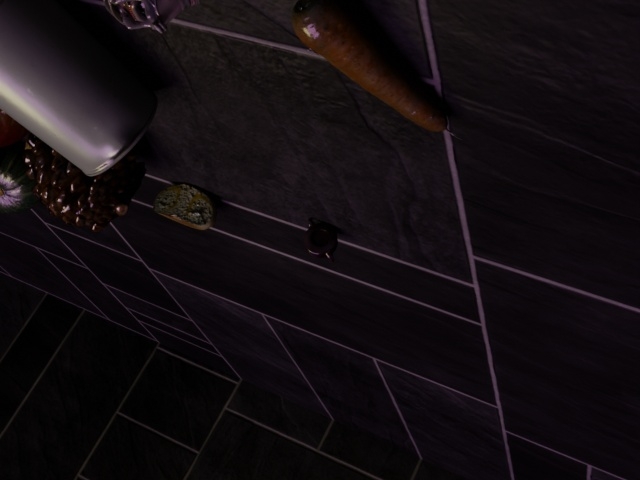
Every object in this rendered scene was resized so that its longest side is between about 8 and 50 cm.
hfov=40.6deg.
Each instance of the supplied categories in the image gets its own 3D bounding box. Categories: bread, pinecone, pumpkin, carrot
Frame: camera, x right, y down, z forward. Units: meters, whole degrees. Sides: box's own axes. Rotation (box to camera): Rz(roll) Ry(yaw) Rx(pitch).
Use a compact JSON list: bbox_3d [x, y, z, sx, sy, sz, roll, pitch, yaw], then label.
[{"bbox_3d":[-0.282,-0.065,1.892,0.157,0.083,0.094,12,155,42],"label":"bread"},{"bbox_3d":[-0.490,-0.141,1.787,0.272,0.224,0.224,35,161,18],"label":"pinecone"},{"bbox_3d":[-0.810,-0.167,2.235,0.211,0.152,0.211,1,136,1],"label":"pumpkin"},{"bbox_3d":[0.082,-0.215,1.130,0.298,0.078,0.078,36,158,-28],"label":"carrot"}]

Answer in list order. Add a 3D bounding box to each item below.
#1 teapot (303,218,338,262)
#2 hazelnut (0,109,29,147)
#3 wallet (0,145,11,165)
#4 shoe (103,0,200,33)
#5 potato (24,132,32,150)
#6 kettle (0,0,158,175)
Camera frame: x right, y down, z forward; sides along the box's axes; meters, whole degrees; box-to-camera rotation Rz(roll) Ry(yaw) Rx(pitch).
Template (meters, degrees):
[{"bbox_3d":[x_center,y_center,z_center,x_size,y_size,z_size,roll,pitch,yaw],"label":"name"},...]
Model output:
[{"bbox_3d":[0.000,0.000,1.708,0.100,0.068,0.045,60,173,25],"label":"teapot"},{"bbox_3d":[-0.660,-0.302,1.693,0.229,0.229,0.229,25,158,11],"label":"hazelnut"},{"bbox_3d":[-0.758,-0.247,1.798,0.237,0.342,0.075,37,116,-26],"label":"wallet"},{"bbox_3d":[-0.263,-0.345,1.230,0.180,0.092,0.089,20,157,23],"label":"shoe"},{"bbox_3d":[-0.614,-0.209,1.999,0.170,0.080,0.107,15,142,36],"label":"potato"},{"bbox_3d":[-0.473,-0.281,1.497,0.265,0.205,0.318,-2,145,49],"label":"kettle"}]
